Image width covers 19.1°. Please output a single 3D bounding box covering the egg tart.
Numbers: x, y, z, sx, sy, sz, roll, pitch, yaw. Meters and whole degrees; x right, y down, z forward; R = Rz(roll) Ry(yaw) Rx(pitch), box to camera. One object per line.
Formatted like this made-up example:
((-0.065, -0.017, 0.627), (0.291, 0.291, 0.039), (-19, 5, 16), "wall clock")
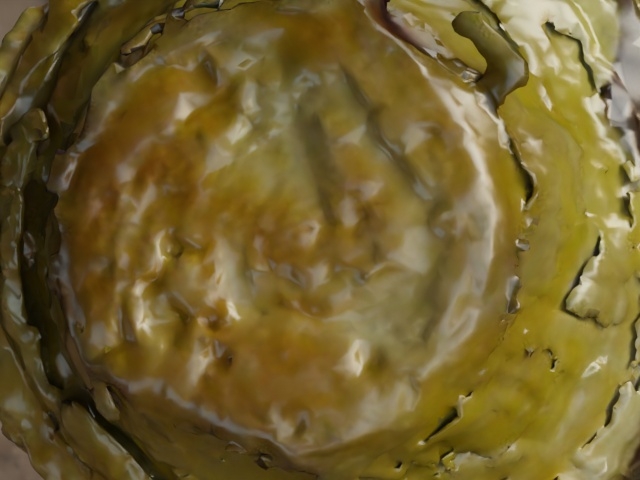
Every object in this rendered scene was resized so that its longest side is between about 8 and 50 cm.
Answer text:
((0.000, 0.000, 0.554), (0.241, 0.106, 0.241), (-1, 86, 10), "egg tart")
